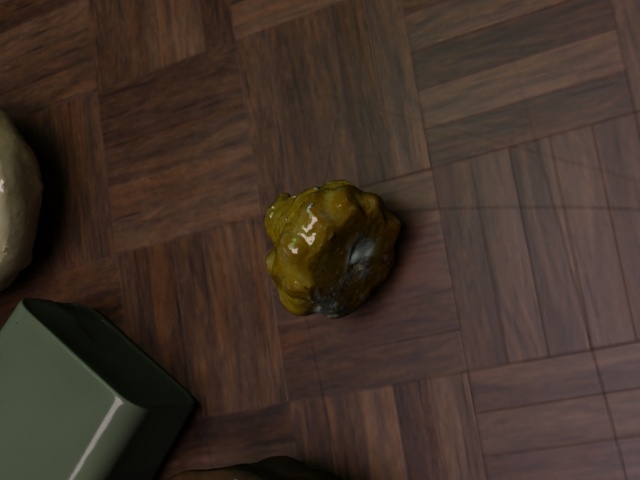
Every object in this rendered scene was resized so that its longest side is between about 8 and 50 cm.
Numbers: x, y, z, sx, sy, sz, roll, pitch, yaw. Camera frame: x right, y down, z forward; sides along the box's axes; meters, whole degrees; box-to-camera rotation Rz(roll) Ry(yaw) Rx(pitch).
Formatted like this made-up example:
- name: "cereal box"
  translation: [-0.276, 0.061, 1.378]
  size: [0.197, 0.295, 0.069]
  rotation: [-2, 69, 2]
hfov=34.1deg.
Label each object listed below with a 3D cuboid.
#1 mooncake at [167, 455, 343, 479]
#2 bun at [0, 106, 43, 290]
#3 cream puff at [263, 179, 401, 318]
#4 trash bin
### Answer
- name: "mooncake"
  translation: [-0.055, 0.348, 0.985]
  size: [0.290, 0.161, 0.291]
  rotation: [-4, 81, 29]
- name: "bun"
  translation: [-0.439, -0.052, 1.247]
  size: [0.287, 0.146, 0.288]
  rotation: [6, 103, 28]
- name: "cream puff"
  translation: [0.000, 0.000, 1.011]
  size: [0.116, 0.146, 0.146]
  rotation: [36, 103, 44]
- name: "trash bin"
  translation: [-0.313, 0.259, 1.143]
  size: [0.223, 0.158, 0.344]
  rotation: [36, 97, 25]
